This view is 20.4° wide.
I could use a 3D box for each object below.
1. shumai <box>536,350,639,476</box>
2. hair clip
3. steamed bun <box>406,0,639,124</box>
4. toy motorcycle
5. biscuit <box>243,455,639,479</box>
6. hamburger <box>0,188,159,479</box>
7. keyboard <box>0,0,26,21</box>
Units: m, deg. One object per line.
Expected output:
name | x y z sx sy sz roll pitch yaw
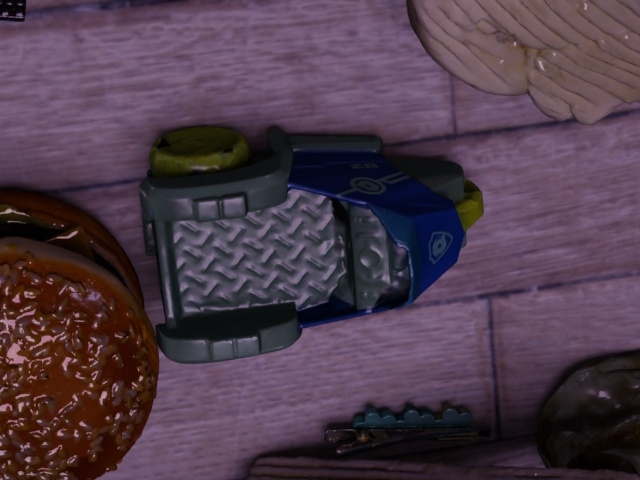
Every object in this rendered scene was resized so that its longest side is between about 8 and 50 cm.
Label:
shumai | 0.360 0.245 1.808 0.272 0.203 0.222 0 115 -13
hair clip | 0.090 0.191 1.827 0.173 0.049 0.049 -4 114 -13
steamed bun | 0.248 -0.276 1.534 0.339 0.247 0.352 17 147 -27
toy motorcycle | 0.000 0.000 1.644 0.326 0.200 0.191 -7 113 -4
biscuit | 0.124 0.282 1.736 0.426 0.078 0.144 -1 122 28
hamburger | -0.287 0.102 1.630 0.291 0.225 0.291 -4 117 -8
keyboard | -0.361 -0.223 1.564 0.204 0.061 0.013 4 140 -11
